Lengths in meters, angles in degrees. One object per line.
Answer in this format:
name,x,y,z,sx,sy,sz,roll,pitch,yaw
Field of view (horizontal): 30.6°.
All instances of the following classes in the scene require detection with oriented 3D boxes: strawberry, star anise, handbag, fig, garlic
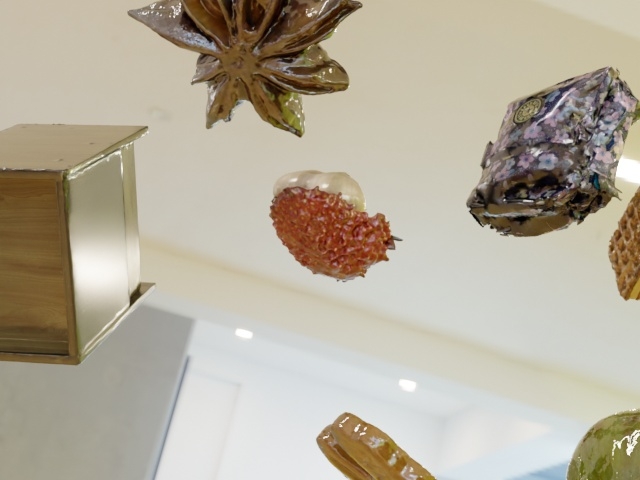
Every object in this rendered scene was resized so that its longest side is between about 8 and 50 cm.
strawberry,0.001,0.005,1.673,0.208,0.087,0.167,20,-34,-38
star anise,-0.101,-0.259,1.548,0.315,0.108,0.315,8,-46,9
handbag,0.291,-0.106,1.496,0.127,0.207,0.229,42,-28,-25
fig,0.265,0.221,0.970,0.149,0.149,0.245,4,8,24
garlic,0.007,-0.069,1.821,0.124,0.099,0.174,15,-5,-37

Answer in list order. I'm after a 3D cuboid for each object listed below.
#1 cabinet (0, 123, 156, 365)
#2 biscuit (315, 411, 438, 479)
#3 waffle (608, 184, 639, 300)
cabinet,-0.258,-0.006,1.089,0.148,0.174,0.215,2,16,11
biscuit,0.119,0.293,1.248,0.295,0.044,0.186,37,-17,4
waffle,0.416,-0.002,1.491,0.042,0.102,0.148,4,-42,-9
